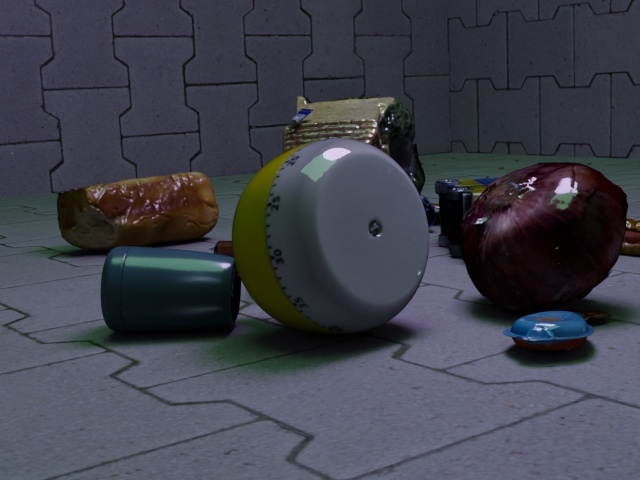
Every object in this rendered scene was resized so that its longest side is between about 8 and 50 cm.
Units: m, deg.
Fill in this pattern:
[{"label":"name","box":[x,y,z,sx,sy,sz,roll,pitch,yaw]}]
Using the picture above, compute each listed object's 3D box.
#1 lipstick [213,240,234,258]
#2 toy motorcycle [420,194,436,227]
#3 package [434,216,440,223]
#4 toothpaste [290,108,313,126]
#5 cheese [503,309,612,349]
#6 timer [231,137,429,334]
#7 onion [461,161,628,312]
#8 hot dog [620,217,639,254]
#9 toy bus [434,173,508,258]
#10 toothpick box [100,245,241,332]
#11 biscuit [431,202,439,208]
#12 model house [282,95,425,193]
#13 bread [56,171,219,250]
[{"label":"lipstick","box":[-0.024,0.027,1.777,0.356,0.057,0.057,1,9,18]},{"label":"toy motorcycle","box":[0.166,-0.063,2.154,0.254,0.092,0.135,-14,32,-39]},{"label":"package","box":[0.143,-0.067,2.324,0.269,0.071,0.194,14,11,-28]},{"label":"toothpaste","box":[-0.037,-0.233,1.818,0.024,0.015,0.083,7,27,18]},{"label":"cheese","box":[0.305,0.108,1.237,0.106,0.037,0.256,2,4,27]},{"label":"timer","box":[-0.018,0.003,1.331,0.285,0.285,0.285,-2,9,0]},{"label":"onion","box":[0.326,0.003,1.408,0.252,0.219,0.252,-31,32,22]},{"label":"hot dog","box":[0.572,-0.010,1.821,0.083,0.068,0.289,0,5,-39]},{"label":"toy bus","box":[0.324,-0.047,1.893,0.175,0.138,0.288,-4,9,-2]},{"label":"toothpick box","box":[-0.204,0.070,1.356,0.184,0.120,0.120,2,9,3]},{"label":"biscuit","box":[0.294,-0.082,2.361,0.232,0.013,0.237,6,4,-37]},{"label":"model house","box":[0.063,-0.108,1.882,0.261,0.321,0.266,-4,20,11]},{"label":"bread","box":[-0.398,-0.058,2.135,0.344,0.149,0.195,-10,1,-38]}]
